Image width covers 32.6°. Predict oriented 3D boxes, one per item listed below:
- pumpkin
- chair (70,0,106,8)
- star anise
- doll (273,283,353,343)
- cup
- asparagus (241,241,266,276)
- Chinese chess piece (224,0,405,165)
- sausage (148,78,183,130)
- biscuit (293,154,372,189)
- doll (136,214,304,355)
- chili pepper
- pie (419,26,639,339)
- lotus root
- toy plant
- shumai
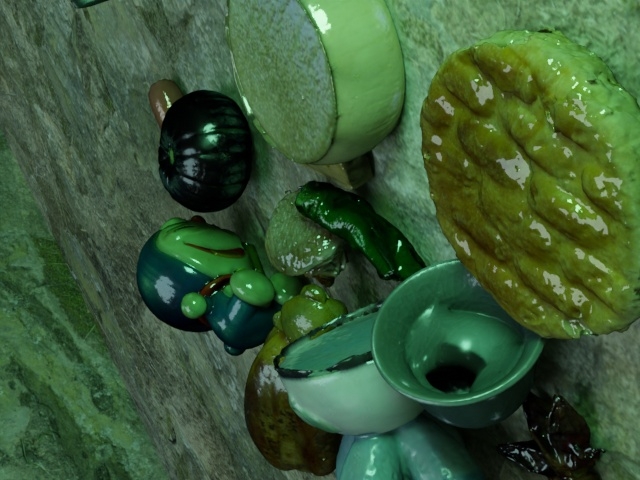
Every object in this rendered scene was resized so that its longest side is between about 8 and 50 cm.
[{"bbox_3d":[-0.180,-0.141,1.735,0.202,0.140,0.202,173,90,-66],"label":"pumpkin"},{"bbox_3d":[-0.241,-0.402,1.519,0.145,0.221,0.140,32,139,53],"label":"chair"},{"bbox_3d":[0.268,0.246,1.260,0.157,0.053,0.212,35,143,48],"label":"star anise"},{"bbox_3d":[0.036,0.145,1.574,0.209,0.097,0.137,39,131,-2],"label":"doll"},{"bbox_3d":[0.171,0.141,1.248,0.199,0.199,0.150,42,164,43],"label":"cup"},{"bbox_3d":[-0.113,0.051,1.909,0.025,0.021,0.108,-12,100,63],"label":"asparagus"},{"bbox_3d":[-0.011,-0.224,1.340,0.270,0.112,0.270,44,147,39],"label":"Chinese chess piece"},{"bbox_3d":[-0.254,-0.209,1.916,0.154,0.062,0.062,67,156,2],"label":"sausage"},{"bbox_3d":[0.002,-0.117,1.485,0.188,0.052,0.056,31,151,54],"label":"biscuit"},{"bbox_3d":[-0.187,0.075,1.821,0.322,0.199,0.186,35,108,44],"label":"doll"},{"bbox_3d":[0.061,-0.009,1.418,0.224,0.098,0.061,38,115,34],"label":"chili pepper"},{"bbox_3d":[0.213,-0.053,1.078,0.339,0.083,0.339,46,151,35],"label":"pie"},{"bbox_3d":[-0.025,0.235,1.735,0.193,0.193,0.291,43,149,42],"label":"lotus root"},{"bbox_3d":[0.098,0.263,1.415,0.247,0.247,0.332,-2,110,65],"label":"toy plant"},{"bbox_3d":[-0.003,0.002,1.555,0.116,0.145,0.145,31,-174,-45],"label":"shumai"}]
